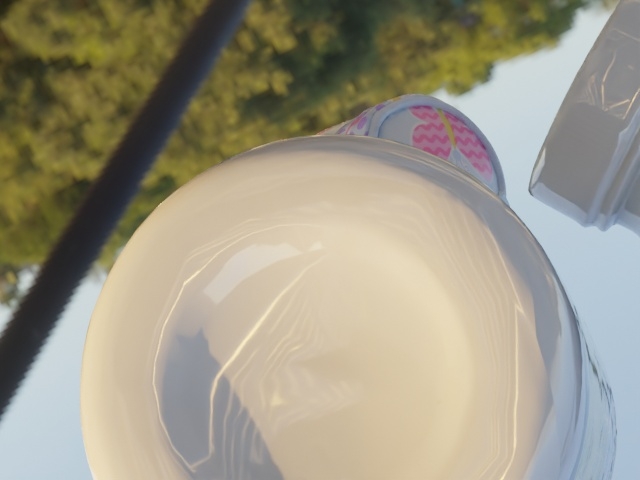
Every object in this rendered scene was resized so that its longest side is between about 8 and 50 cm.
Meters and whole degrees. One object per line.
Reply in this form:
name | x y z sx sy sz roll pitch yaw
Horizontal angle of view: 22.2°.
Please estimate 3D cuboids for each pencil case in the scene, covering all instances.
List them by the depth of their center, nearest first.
pencil case | 0.000 0.000 1.080 0.273 0.124 0.113 -28 -161 50

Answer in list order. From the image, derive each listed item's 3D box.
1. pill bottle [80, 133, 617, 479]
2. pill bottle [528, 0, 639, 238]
pill bottle | 0.035 0.080 0.729 0.188 0.188 0.334 -26 164 7
pill bottle | 0.277 -0.009 0.832 0.176 0.318 0.176 -57 167 -21
